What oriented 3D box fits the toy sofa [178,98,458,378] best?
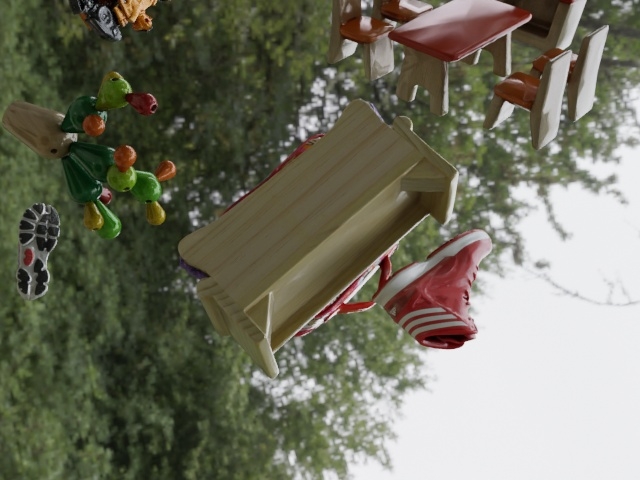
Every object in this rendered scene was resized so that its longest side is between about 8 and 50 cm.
[{"bbox_3d":[-0.001,-0.007,1.204,0.177,0.362,0.150,43,-15,21],"label":"toy sofa"}]

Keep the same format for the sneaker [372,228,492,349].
[{"bbox_3d":[0.179,0.076,1.212,0.128,0.221,0.087,52,-35,14],"label":"sneaker"}]

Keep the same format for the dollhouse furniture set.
[{"bbox_3d":[0.178,-0.240,0.945,0.262,0.259,0.135,29,-46,30],"label":"dollhouse furniture set"}]

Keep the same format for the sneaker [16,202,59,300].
[{"bbox_3d":[-0.497,0.019,1.550,0.071,0.068,0.169,-12,-113,60],"label":"sneaker"}]

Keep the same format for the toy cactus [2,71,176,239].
[{"bbox_3d":[-0.236,-0.099,0.927,0.181,0.112,0.219,27,-32,7],"label":"toy cactus"}]

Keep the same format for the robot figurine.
[{"bbox_3d":[-0.308,-0.412,1.212,0.085,0.211,0.291,-3,-56,33],"label":"robot figurine"}]

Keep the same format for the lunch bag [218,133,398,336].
[{"bbox_3d":[0.000,0.000,1.397,0.258,0.293,0.120,44,-31,6],"label":"lunch bag"}]
